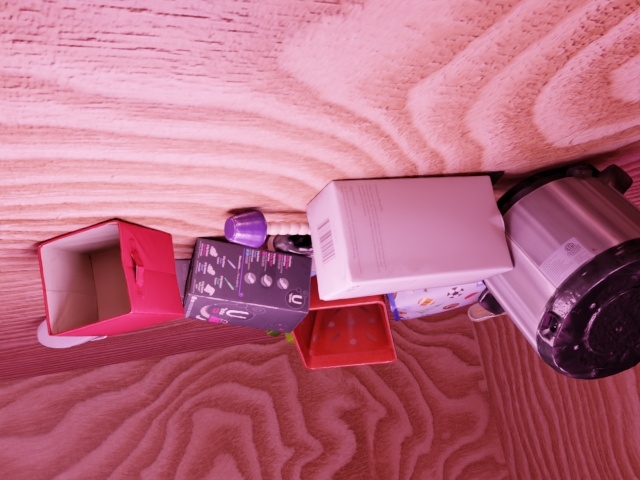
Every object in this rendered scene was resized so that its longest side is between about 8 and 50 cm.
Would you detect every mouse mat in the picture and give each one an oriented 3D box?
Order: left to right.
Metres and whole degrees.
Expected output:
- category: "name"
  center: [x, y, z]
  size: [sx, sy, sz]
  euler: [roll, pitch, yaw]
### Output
- category: "mouse mat"
  center: [0.324, -0.114, 1.493]
  size: [0.152, 0.007, 0.189]
  euler: [-11, 166, -3]

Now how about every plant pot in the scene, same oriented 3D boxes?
- category: "plant pot"
  center: [0.064, 0.184, 1.852]
  size: [0.267, 0.236, 0.267]
  euler: [-7, 133, 10]

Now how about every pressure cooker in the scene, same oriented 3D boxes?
- category: "pressure cooker"
  center: [0.554, 0.041, 1.443]
  size: [0.370, 0.420, 0.375]
  euler: [-16, 128, -10]

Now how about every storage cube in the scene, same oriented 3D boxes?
- category: "storage cube"
  center: [-0.411, 0.082, 1.295]
  size: [0.215, 0.183, 0.193]
  euler: [-17, 167, 17]

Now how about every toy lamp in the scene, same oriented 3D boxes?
- category: "toy lamp"
  center: [-0.072, -0.025, 1.368]
  size: [0.275, 0.080, 0.080]
  euler: [-2, 163, -37]

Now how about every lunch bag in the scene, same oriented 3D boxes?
- category: "lunch bag"
  center: [0.336, 0.097, 1.888]
  size: [0.328, 0.239, 0.385]
  euler: [-16, 159, 7]

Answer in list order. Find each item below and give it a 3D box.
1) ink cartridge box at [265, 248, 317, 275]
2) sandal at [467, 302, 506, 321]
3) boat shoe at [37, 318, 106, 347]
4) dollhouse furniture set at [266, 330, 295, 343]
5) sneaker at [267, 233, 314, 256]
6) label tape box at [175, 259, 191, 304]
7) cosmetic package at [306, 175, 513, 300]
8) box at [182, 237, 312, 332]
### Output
- category: "ink cartridge box"
  center: [-0.085, 0.059, 1.675]
  size: [0.143, 0.090, 0.092]
  euler: [-22, 164, 34]
- category: "sandal"
  center: [0.498, 0.177, 1.845]
  size: [0.180, 0.072, 0.049]
  euler: [-25, 144, 17]
- category: "boat shoe"
  center: [-0.679, 0.249, 1.940]
  size: [0.301, 0.108, 0.102]
  euler: [-18, 165, -3]
- category: "dollhouse furniture set"
  center: [-0.025, 0.204, 2.164]
  size: [0.301, 0.151, 0.197]
  euler: [-33, 143, 27]
- category: "sneaker"
  center: [0.000, 0.000, 1.529]
  size: [0.234, 0.078, 0.106]
  euler: [-3, 167, -23]
- category: "label tape box"
  center: [-0.389, 0.129, 1.669]
  size: [0.334, 0.106, 0.240]
  euler: [0, 162, -38]
- category: "cosmetic package"
  center: [0.185, -0.009, 1.354]
  size: [0.385, 0.217, 0.156]
  euler: [-2, 164, -24]
- category: "box"
  center: [-0.171, 0.109, 1.504]
  size: [0.270, 0.143, 0.165]
  euler: [10, 153, -13]
